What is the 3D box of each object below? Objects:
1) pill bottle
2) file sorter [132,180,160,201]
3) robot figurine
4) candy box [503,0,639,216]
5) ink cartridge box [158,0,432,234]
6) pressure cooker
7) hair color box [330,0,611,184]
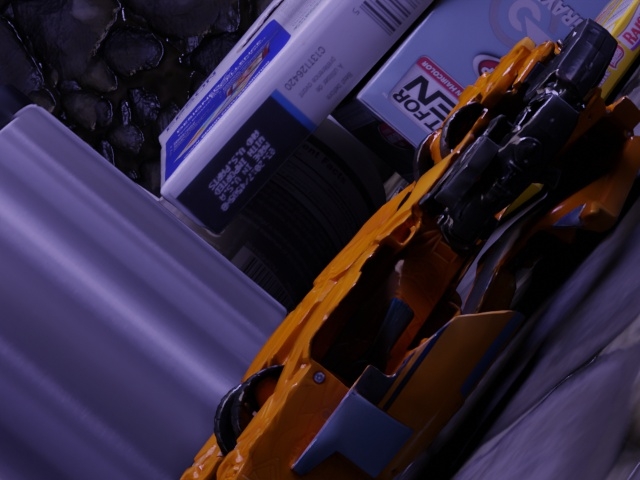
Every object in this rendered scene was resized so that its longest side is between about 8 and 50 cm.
[{"bbox_3d":[-0.051,-0.015,1.556,0.318,0.176,0.176,-52,5,-28],"label":"pill bottle"},{"bbox_3d":[-0.211,0.084,1.859,0.193,0.173,0.278,-51,-16,-21],"label":"file sorter"},{"bbox_3d":[0.044,0.028,0.781,0.291,0.085,0.211,-52,5,-17],"label":"robot figurine"},{"bbox_3d":[0.158,-0.093,1.057,0.206,0.027,0.105,-51,2,-24],"label":"candy box"},{"bbox_3d":[-0.012,-0.156,1.388,0.303,0.072,0.307,-49,10,5],"label":"ink cartridge box"},{"bbox_3d":[-0.261,0.084,1.218,0.370,0.420,0.375,-46,6,36],"label":"pressure cooker"},{"bbox_3d":[0.175,-0.212,1.346,0.374,0.113,0.185,-51,5,-4],"label":"hair color box"}]
